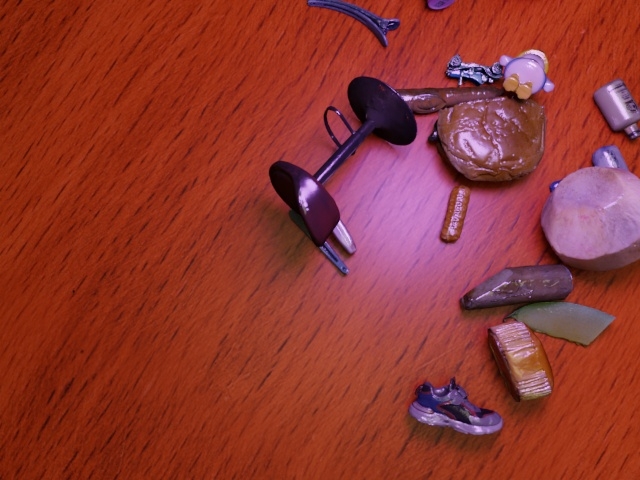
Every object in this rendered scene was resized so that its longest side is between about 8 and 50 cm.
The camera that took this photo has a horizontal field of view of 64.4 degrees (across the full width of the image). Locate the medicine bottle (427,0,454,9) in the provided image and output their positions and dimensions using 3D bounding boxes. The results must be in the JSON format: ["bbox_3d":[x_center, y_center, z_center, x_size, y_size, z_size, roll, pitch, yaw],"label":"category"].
[{"bbox_3d":[0.322,-0.751,1.412,0.094,0.119,0.188,-9,81,2],"label":"medicine bottle"}]

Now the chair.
[{"bbox_3d":[0.036,-0.192,1.259,0.226,0.226,0.401,38,73,8],"label":"chair"}]

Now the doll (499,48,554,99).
[{"bbox_3d":[0.537,-0.436,1.318,0.135,0.241,0.099,6,118,25],"label":"doll"}]

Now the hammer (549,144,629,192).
[{"bbox_3d":[0.703,-0.169,1.340,0.193,0.069,0.116,-22,82,9],"label":"hammer"}]

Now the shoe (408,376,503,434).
[{"bbox_3d":[0.336,0.399,1.258,0.227,0.099,0.126,7,85,8],"label":"shoe"}]

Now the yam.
[{"bbox_3d":[0.488,0.118,1.289,0.259,0.106,0.106,-5,82,1],"label":"yam"}]

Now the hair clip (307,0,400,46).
[{"bbox_3d":[0.090,-0.646,1.456,0.275,0.048,0.083,29,86,12],"label":"hair clip"}]

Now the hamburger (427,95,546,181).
[{"bbox_3d":[0.443,-0.251,1.329,0.308,0.132,0.211,0,78,1],"label":"hamburger"}]

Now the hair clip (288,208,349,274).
[{"bbox_3d":[0.000,0.000,1.364,0.039,0.070,0.229,-43,89,-3],"label":"hair clip"}]

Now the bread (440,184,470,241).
[{"bbox_3d":[0.360,-0.072,1.351,0.052,0.044,0.157,14,82,12],"label":"bread"}]

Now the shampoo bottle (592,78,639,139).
[{"bbox_3d":[0.796,-0.340,1.345,0.079,0.079,0.162,-25,81,0],"label":"shampoo bottle"}]

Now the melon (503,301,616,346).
[{"bbox_3d":[0.605,0.207,1.307,0.261,0.053,0.114,6,100,8],"label":"melon"}]

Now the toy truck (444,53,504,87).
[{"bbox_3d":[0.419,-0.452,1.389,0.154,0.080,0.078,12,100,5],"label":"toy truck"}]

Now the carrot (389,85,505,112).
[{"bbox_3d":[0.337,-0.389,1.390,0.342,0.070,0.070,-3,82,1],"label":"carrot"}]

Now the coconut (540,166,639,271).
[{"bbox_3d":[0.684,-0.049,1.245,0.259,0.259,0.259,0,82,3],"label":"coconut"}]

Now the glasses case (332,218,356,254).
[{"bbox_3d":[0.045,-0.034,1.356,0.041,0.063,0.164,-34,81,1],"label":"glasses case"}]

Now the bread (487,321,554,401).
[{"bbox_3d":[0.492,0.293,1.247,0.114,0.132,0.191,-16,85,2],"label":"bread"}]
